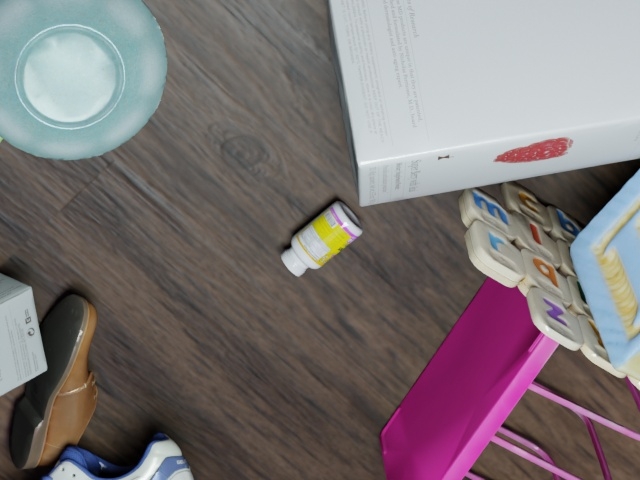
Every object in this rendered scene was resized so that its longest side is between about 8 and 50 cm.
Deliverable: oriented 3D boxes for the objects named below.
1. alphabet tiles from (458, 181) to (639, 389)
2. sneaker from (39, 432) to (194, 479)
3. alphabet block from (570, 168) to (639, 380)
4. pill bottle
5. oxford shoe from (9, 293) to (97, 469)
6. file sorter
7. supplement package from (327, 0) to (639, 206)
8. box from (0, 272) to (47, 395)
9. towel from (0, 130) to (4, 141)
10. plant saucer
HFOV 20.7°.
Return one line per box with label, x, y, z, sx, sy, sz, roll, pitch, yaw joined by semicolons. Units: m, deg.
alphabet tiles;0.256;0.049;1.716;0.284;0.278;0.021;30;116;-19
sneaker;-0.273;0.284;1.851;0.296;0.112;0.131;-14;94;1
alphabet block;0.383;0.037;1.647;0.197;0.192;0.193;25;122;-27
pill bottle;0.000;0.000;1.797;0.083;0.043;0.043;-39;114;14
oxford shoe;-0.266;0.146;1.840;0.076;0.076;0.212;2;123;-33
file sorter;0.220;0.183;1.817;0.182;0.202;0.291;27;111;-15
supplement package;0.164;-0.154;1.628;0.292;0.177;0.175;-10;78;0
box;-0.346;0.098;1.766;0.102;0.087;0.101;-30;125;-38
towel;-0.386;-0.126;1.713;0.152;0.023;0.113;34;111;-22
plant saucer;-0.242;-0.162;1.686;0.194;0.037;0.195;-4;113;-10
